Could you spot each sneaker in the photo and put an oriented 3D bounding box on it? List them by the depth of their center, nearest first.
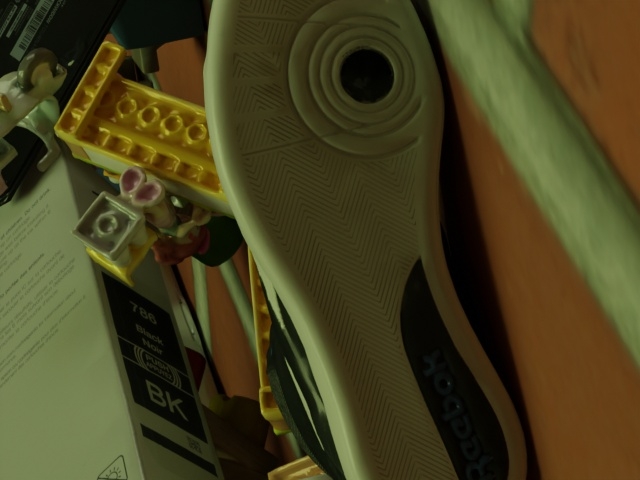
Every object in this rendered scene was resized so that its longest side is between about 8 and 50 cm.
[{"bbox_3d":[0.000,0.000,0.636,0.121,0.079,0.217,167,88,-76],"label":"sneaker"}]

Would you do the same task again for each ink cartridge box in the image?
[{"bbox_3d":[-0.140,0.082,0.867,0.065,0.165,0.332,33,-158,-36],"label":"ink cartridge box"}]

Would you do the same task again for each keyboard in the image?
[{"bbox_3d":[-0.151,-0.118,0.919,0.108,0.180,0.023,35,-170,22],"label":"keyboard"}]

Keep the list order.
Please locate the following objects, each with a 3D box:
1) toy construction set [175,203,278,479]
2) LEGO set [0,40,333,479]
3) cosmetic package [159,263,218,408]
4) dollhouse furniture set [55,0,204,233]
[{"bbox_3d":[-0.085,0.183,0.984,0.237,0.257,0.309,34,-144,-34],"label":"toy construction set"},{"bbox_3d":[-0.037,0.023,0.782,0.287,0.132,0.107,45,171,24],"label":"LEGO set"},{"bbox_3d":[-0.266,0.144,1.258,0.217,0.385,0.156,-112,16,-44],"label":"cosmetic package"},{"bbox_3d":[-0.196,-0.150,1.075,0.286,0.198,0.303,-129,29,-62],"label":"dollhouse furniture set"}]
